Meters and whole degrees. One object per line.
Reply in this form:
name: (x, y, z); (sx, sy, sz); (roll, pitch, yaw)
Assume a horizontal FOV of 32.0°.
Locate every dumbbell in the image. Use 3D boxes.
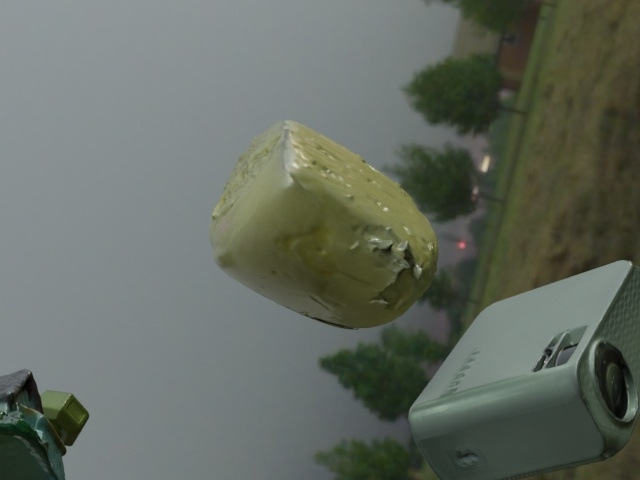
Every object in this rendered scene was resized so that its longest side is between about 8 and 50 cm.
dumbbell: (-0.559, 0.420, 2.145); (0.121, 0.108, 0.302); (55, -144, -20)

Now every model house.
model house: (-0.481, 0.248, 1.429); (0.248, 0.281, 0.230); (-114, 6, -46)

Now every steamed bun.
steamed bun: (0.000, 0.000, 1.184); (0.166, 0.232, 0.273); (-53, 15, 15)

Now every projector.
projector: (0.233, 0.136, 1.139); (0.108, 0.198, 0.250); (59, -143, -9)
